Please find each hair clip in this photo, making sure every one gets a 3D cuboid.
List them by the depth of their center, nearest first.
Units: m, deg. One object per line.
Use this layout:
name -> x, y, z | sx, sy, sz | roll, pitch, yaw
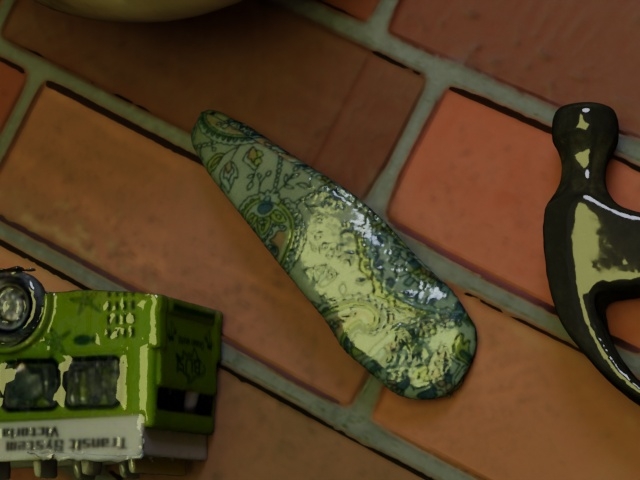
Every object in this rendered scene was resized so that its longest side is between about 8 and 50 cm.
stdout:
hair clip -> 0.000, 0.000, 1.052 | 0.066, 0.036, 0.229 | -45, 67, 1

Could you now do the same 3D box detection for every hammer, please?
hammer -> 0.324, -0.002, 0.917 | 0.440, 0.044, 0.168 | -4, 76, 21

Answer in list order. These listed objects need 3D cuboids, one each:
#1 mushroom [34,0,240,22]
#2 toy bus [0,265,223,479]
mushroom -> -0.096, -0.306, 1.045 | 0.315, 0.315, 0.356 | 21, 122, 24
toy bus -> -0.211, 0.093, 1.080 | 0.301, 0.113, 0.139 | -5, 81, 20
